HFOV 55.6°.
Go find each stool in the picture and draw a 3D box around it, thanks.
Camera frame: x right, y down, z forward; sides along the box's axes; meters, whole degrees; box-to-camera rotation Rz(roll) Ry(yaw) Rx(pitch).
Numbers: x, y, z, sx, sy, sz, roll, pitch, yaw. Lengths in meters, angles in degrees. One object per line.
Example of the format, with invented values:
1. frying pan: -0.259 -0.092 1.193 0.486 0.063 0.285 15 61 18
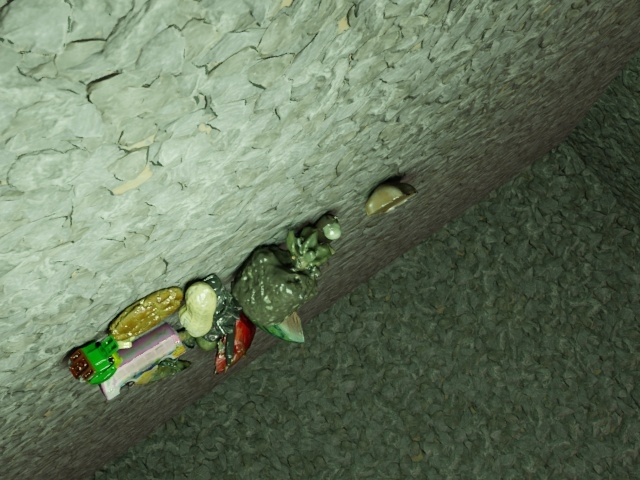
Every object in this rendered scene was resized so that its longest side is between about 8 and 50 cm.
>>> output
1. stool: 0.000 0.000 1.965 0.217 0.121 0.125 -37 167 30

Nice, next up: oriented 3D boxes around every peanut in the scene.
1. peanut: -0.346 0.192 1.722 0.090 0.099 0.214 -56 172 -47

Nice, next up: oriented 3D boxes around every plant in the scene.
1. plant: -0.102 0.099 1.839 0.312 0.213 0.215 -40 164 17

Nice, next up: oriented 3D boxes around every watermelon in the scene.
1. watermelon: -0.155 0.249 2.230 0.201 0.262 0.213 -56 148 -1

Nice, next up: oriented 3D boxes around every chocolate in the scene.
1. chocolate: 0.235 -0.154 2.086 0.161 0.083 0.261 -31 173 22

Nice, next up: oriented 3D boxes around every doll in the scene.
1. doll: -0.593 0.325 1.629 0.134 0.106 0.186 -37 168 -18

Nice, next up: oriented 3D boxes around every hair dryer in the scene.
1. hair dryer: -0.304 0.301 2.058 0.071 0.247 0.114 12 149 -14

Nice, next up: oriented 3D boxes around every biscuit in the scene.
1. biscuit: -0.471 0.203 1.650 0.226 0.042 0.226 -35 167 -9

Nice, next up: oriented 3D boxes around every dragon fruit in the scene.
1. dragon fruit: -0.314 0.385 2.305 0.343 0.100 0.282 53 58 -82

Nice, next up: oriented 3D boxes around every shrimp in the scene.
1. shrimp: -0.540 0.410 2.161 0.272 0.085 0.445 -41 163 -1

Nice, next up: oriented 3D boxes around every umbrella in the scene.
1. umbrella: -0.313 0.211 1.877 0.155 0.128 0.336 -4 150 -23

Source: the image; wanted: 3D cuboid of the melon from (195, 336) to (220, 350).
1. melon: -0.410 0.356 2.229 0.098 0.098 0.130 -32 167 -14

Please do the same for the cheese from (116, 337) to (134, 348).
1. cheese: -0.547 0.282 1.707 0.044 0.030 0.083 6 -174 -6

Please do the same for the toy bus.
1. toy bus: -0.561 0.367 1.870 0.274 0.090 0.112 -32 141 -23
